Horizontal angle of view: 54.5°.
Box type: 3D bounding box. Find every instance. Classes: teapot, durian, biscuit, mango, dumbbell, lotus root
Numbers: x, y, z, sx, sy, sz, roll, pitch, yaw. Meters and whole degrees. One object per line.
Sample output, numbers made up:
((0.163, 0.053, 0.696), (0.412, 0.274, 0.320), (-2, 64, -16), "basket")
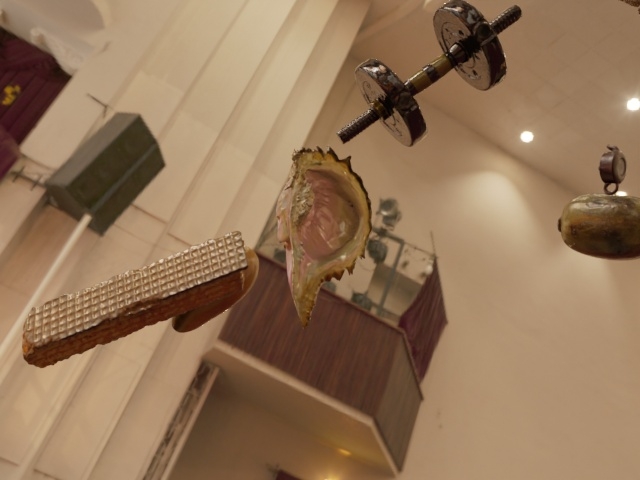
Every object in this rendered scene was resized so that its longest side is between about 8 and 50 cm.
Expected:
((0.568, -0.139, 1.216), (0.068, 0.100, 0.045), (7, -2, -40), "teapot")
((-0.012, -0.001, 0.753), (0.140, 0.224, 0.078), (28, -24, -34), "durian")
((-0.286, 0.090, 0.966), (0.379, 0.094, 0.054), (-22, -40, 2), "biscuit")
((-0.178, 0.083, 1.053), (0.085, 0.184, 0.102), (44, -4, -27), "mango")
((0.160, -0.243, 0.909), (0.143, 0.325, 0.143), (54, -1, 2), "dumbbell")
((0.659, -0.027, 1.350), (0.278, 0.154, 0.154), (5, -32, 38), "lotus root")

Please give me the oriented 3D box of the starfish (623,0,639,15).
((0.474, -0.335, 0.838), (0.227, 0.043, 0.241), (36, 10, 38), "starfish")
